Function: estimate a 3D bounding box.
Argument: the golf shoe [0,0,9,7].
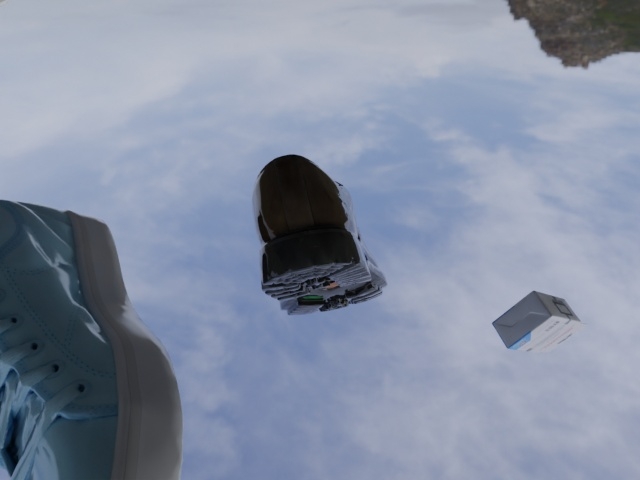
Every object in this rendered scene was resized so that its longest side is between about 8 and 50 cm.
[{"bbox_3d":[-0.601,-0.396,1.156,0.176,0.086,0.069,-15,-129,20],"label":"golf shoe"}]

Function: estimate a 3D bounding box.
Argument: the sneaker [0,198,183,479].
[{"bbox_3d":[-0.204,0.081,0.428,0.150,0.135,0.366,13,-163,-34],"label":"sneaker"}]

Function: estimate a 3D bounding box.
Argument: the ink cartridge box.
[{"bbox_3d":[0.193,0.073,0.571,0.083,0.048,0.028,16,-142,-47],"label":"ink cartridge box"}]

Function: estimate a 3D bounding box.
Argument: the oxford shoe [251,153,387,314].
[{"bbox_3d":[0.000,0.000,0.470,0.083,0.096,0.227,-13,164,-1],"label":"oxford shoe"}]
